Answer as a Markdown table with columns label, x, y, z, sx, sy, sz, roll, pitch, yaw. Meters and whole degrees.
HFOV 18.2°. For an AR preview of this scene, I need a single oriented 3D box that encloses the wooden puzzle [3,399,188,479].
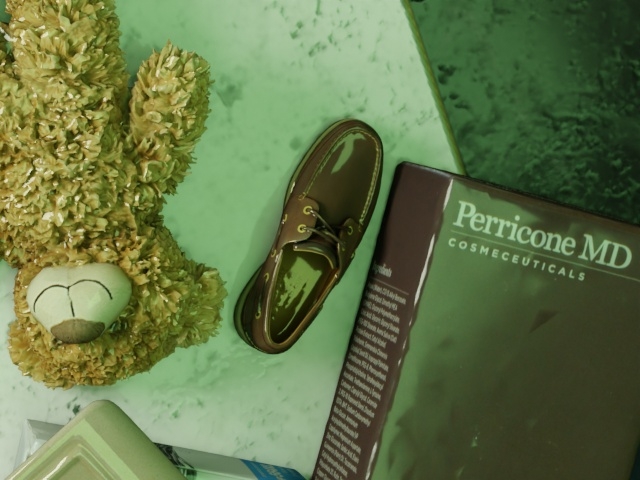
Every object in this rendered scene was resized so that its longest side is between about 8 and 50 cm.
| label | x | y | z | sx | sy | sz | roll | pitch | yaw |
| --- | --- | --- | --- | --- | --- | --- | --- | --- | --- |
| wooden puzzle | -0.158 | 0.256 | 1.306 | 0.239 | 0.044 | 0.221 | -42 | 100 | -6 |

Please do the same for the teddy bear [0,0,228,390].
| label | x | y | z | sx | sy | sz | roll | pitch | yaw |
| --- | --- | --- | --- | --- | --- | --- | --- | --- | --- |
| teddy bear | -0.183 | -0.060 | 1.316 | 0.245 | 0.113 | 0.338 | -2 | 97 | -11 |

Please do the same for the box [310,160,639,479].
| label | x | y | z | sx | sy | sz | roll | pitch | yaw |
| --- | --- | --- | --- | --- | --- | --- | --- | --- | --- |
| box | 0.108 | 0.153 | 1.398 | 0.191 | 0.143 | 0.381 | 14 | 91 | -14 |

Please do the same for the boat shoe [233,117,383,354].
| label | x | y | z | sx | sy | sz | roll | pitch | yaw |
| --- | --- | --- | --- | --- | --- | --- | --- | --- | --- |
| boat shoe | -0.001 | 0.000 | 1.392 | 0.064 | 0.060 | 0.178 | 26 | 90 | -15 |

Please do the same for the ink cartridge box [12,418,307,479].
| label | x | y | z | sx | sy | sz | roll | pitch | yaw |
| --- | --- | --- | --- | --- | --- | --- | --- | --- | --- |
| ink cartridge box | -0.120 | 0.216 | 1.375 | 0.203 | 0.086 | 0.148 | 13 | 94 | -13 |
